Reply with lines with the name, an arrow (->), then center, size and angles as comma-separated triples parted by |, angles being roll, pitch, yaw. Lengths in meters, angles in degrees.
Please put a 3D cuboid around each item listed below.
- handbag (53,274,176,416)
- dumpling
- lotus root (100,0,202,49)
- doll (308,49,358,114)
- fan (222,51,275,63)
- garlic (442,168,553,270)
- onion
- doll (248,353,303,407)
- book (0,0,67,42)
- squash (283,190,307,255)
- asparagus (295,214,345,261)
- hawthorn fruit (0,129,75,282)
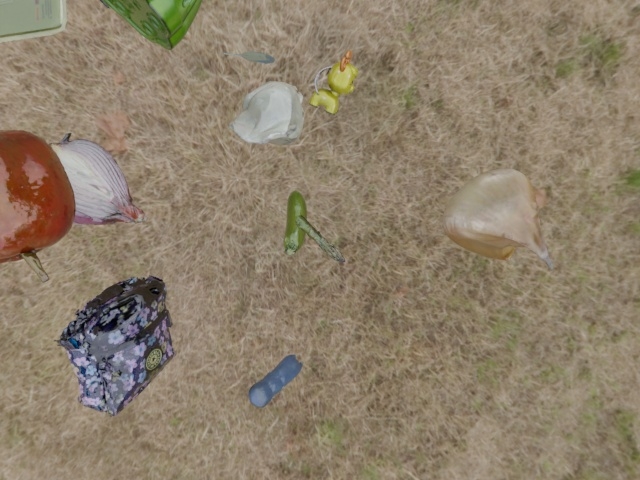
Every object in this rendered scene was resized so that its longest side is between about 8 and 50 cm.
handbag -> -0.365, 0.185, 0.860 | 0.126, 0.228, 0.208 | 12, 116, 21
dumpling -> -0.092, -0.217, 0.781 | 0.127, 0.188, 0.108 | -3, 129, 5
lotus root -> -0.208, -0.374, 0.581 | 0.186, 0.186, 0.186 | -1, 98, -10
doll -> 0.056, -0.555, 1.581 | 0.135, 0.143, 0.221 | 28, 117, 2
fan -> -0.239, -0.615, 1.514 | 0.175, 0.113, 0.005 | 0, 129, -19
garlic -> 0.223, -0.032, 0.604 | 0.115, 0.206, 0.128 | 2, 92, 12
onion -> -0.713, -0.133, 1.399 | 0.348, 0.159, 0.267 | 44, 46, -10
doll -> -0.068, 0.217, 0.712 | 0.037, 0.125, 0.027 | 48, 127, 9
book -> -0.655, -0.502, 0.883 | 0.351, 0.035, 0.240 | -4, 88, 10
squash -> -0.076, -0.052, 1.398 | 0.069, 0.258, 0.069 | 1, 141, 1
asparagus -> 0.000, 0.000, 1.147 | 0.165, 0.036, 0.030 | 43, 87, -1
hawthorn fruit -> -0.650, -0.059, 0.930 | 0.287, 0.287, 0.331 | -28, 98, -6
